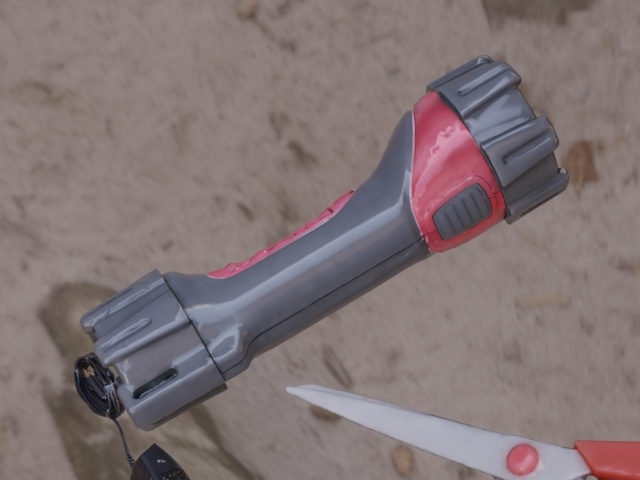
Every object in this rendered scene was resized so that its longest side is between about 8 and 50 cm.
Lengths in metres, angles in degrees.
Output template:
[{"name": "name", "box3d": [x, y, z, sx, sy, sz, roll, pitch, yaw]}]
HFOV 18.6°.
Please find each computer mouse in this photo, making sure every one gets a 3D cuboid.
[{"name": "computer mouse", "box3d": [-0.152, 0.181, 1.682, 0.041, 0.071, 0.242, -9, 46, -28]}]

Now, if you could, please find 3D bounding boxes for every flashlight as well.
[{"name": "flashlight", "box3d": [0.000, 0.000, 1.198, 0.304, 0.103, 0.103, -30, 80, -5]}]

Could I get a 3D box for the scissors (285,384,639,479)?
[{"name": "scissors", "box3d": [0.107, 0.114, 0.893, 0.297, 0.021, 0.109, 0, 66, 25]}]
